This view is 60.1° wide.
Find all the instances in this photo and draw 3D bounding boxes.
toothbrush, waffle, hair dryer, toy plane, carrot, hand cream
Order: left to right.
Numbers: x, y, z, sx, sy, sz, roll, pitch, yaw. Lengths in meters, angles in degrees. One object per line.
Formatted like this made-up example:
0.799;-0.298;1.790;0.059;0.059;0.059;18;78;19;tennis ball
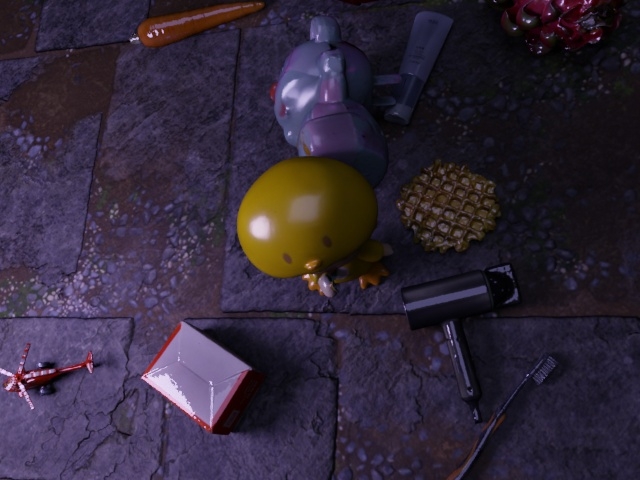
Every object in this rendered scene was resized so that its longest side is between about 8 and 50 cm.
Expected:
-0.544;0.258;1.107;0.194;0.077;0.126;-33;72;-6;toy plane
-0.289;-0.510;1.281;0.336;0.069;0.069;-14;70;7;carrot
0.193;-0.354;1.118;0.079;0.048;0.255;19;77;15;hand cream
0.234;-0.062;1.020;0.191;0.038;0.191;-4;72;13;waffle
0.259;0.178;0.934;0.196;0.078;0.248;-14;80;9;hair dryer
0.278;0.312;0.903;0.031;0.023;0.321;40;86;24;toothbrush

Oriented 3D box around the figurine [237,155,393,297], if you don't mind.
0.000;0.000;0.900;0.215;0.343;0.187;-25;64;3;figurine

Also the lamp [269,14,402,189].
0.040;-0.231;1.001;0.247;0.247;0.301;-8;57;-8;lamp

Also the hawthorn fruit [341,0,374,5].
0.052;-0.604;1.152;0.266;0.210;0.230;-9;76;27;hawthorn fruit

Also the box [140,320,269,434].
-0.207;0.250;1.008;0.182;0.099;0.133;27;79;22;box

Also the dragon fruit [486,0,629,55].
0.421;-0.458;1.020;0.273;0.218;0.198;13;40;23;dragon fruit
